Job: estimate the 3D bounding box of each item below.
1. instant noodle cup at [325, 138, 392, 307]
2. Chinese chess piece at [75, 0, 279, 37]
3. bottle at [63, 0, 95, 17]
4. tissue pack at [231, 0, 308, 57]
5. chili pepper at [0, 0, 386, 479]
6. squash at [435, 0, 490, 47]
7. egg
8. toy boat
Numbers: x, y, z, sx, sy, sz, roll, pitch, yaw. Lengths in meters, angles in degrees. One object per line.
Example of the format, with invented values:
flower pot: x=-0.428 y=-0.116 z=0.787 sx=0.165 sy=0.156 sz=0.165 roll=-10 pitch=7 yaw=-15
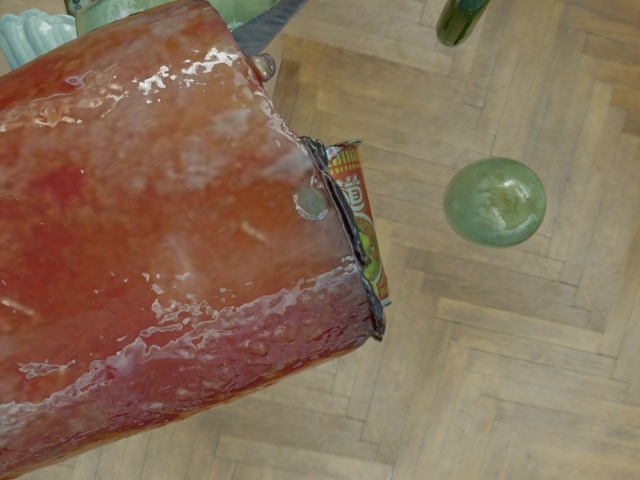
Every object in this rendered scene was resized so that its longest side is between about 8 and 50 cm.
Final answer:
instant noodle cup: x=0.000 y=0.000 z=0.927 sx=0.193 sy=0.193 sz=0.212 roll=-19 pitch=91 yaw=-6
Chinese chess piece: x=-0.169 y=-0.277 z=0.871 sx=0.250 sy=0.250 sz=0.101 roll=-30 pitch=110 yaw=-4
bottle: x=-0.494 y=-0.577 z=1.602 sx=0.171 sy=0.171 sz=0.351 roll=-13 pitch=102 yaw=-7
tissue pack: x=-0.173 y=-0.451 z=1.217 sx=0.288 sy=0.394 sz=0.124 roll=12 pitch=71 yaw=-27
chili pepper: x=-0.139 y=0.012 z=0.443 sx=0.305 sy=0.229 sz=0.251 roll=-25 pitch=140 yaw=-19
squash: x=0.237 y=-0.383 z=1.208 sx=0.069 sy=0.258 sz=0.069 roll=1 pitch=78 yaw=-4
egg: x=0.402 y=-0.088 z=1.726 sx=0.218 sy=0.295 sz=0.218 roll=-1 pitch=93 yaw=-18
toy boat: x=-0.398 y=-0.267 z=1.204 sx=0.290 sy=0.199 sz=0.100 roll=15 pitch=61 yaw=-14
